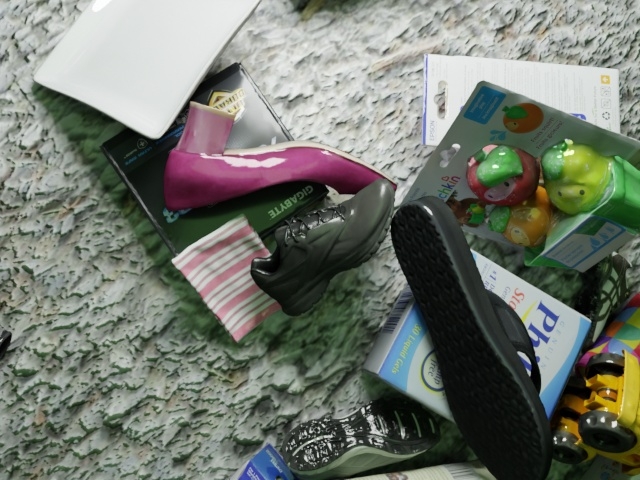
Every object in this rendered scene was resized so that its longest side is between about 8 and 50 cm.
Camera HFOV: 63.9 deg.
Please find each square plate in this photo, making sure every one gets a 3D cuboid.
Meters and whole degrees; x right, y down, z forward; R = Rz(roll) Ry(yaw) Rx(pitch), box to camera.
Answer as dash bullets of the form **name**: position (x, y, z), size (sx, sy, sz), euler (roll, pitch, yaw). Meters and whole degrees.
- **square plate**: position (-0.293, -0.357, 0.900), size (0.347, 0.049, 0.344), euler (27, 78, 25)

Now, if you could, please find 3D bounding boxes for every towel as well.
- **towel**: position (-0.140, 0.067, 0.882), size (0.144, 0.029, 0.197), euler (-36, 118, -11)

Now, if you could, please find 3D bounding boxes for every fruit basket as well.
- **fruit basket**: position (0.350, -0.078, 0.863), size (0.352, 0.327, 0.166), euler (16, 57, -7)

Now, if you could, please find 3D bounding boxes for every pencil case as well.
- **pencil case**: position (0.591, 0.192, 0.964), size (0.236, 0.104, 0.104), euler (-41, 88, -9)

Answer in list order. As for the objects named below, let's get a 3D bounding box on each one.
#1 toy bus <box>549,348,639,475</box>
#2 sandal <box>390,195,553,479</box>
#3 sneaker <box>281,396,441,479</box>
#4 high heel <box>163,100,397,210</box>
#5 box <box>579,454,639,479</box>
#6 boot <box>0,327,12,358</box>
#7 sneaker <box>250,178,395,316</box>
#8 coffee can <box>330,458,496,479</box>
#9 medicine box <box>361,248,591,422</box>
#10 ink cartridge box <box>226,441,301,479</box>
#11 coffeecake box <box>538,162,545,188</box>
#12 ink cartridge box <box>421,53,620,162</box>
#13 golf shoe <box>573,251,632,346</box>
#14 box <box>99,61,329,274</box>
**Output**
- **toy bus**: position (0.508, 0.316, 0.855), size (0.211, 0.220, 0.149), euler (30, 49, 3)
- **sandal**: position (0.241, 0.139, 0.751), size (0.106, 0.167, 0.446), euler (-16, 84, -26)
- **sneaker**: position (0.071, 0.345, 0.878), size (0.271, 0.108, 0.100), euler (-9, 47, -5)
- **high heel**: position (-0.065, -0.090, 0.866), size (0.376, 0.127, 0.182), euler (17, 100, -6)
- **box**: position (0.555, 0.453, 0.917), size (0.203, 0.103, 0.114), euler (-44, 88, -11)
- **boot**: position (-0.601, 0.108, 0.834), size (0.222, 0.118, 0.338), euler (28, 91, -5)
- **sneaker**: position (0.000, 0.000, 0.826), size (0.130, 0.109, 0.286), euler (39, 106, -22)
- **coffee can**: position (0.164, 0.472, 0.817), size (0.275, 0.201, 0.202), euler (-5, 82, -8)
- **medicine box**: position (0.265, 0.184, 0.898), size (0.289, 0.149, 0.264), euler (30, 80, -1)
- **ink cartridge box**: position (-0.159, 0.514, 0.844), size (0.332, 0.065, 0.165), euler (-41, 88, -11)
- **coffeecake box**: position (0.418, -0.195, 1.011), size (0.142, 0.068, 0.186), euler (-2, 82, -6)
- **ink cartridge box**: position (0.363, -0.237, 0.945), size (0.370, 0.069, 0.176), euler (4, 82, -6)
- **golf shoe**: position (0.546, 0.112, 0.980), size (0.093, 0.077, 0.198), euler (18, 81, -4)
- **box**: position (-0.185, -0.122, 0.928), size (0.295, 0.073, 0.293), euler (-34, 86, -9)
